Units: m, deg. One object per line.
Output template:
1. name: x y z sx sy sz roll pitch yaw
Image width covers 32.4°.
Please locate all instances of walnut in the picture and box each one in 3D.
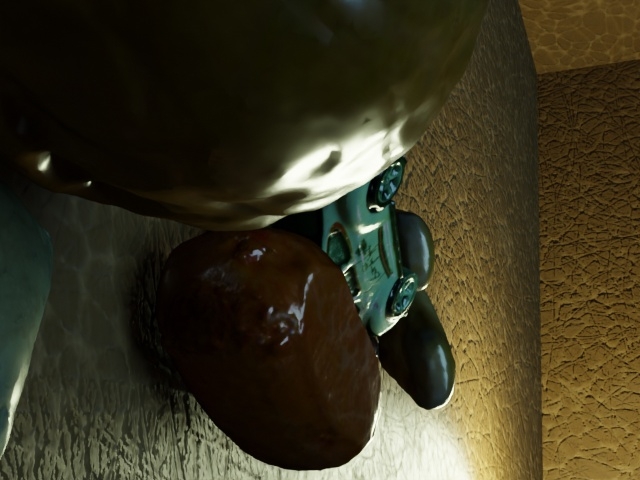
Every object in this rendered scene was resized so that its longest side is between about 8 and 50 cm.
1. walnut: -0.084 -0.167 0.608 0.398 0.354 0.308 39 72 -74

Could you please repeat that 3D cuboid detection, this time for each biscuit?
1. biscuit: 0.106 0.076 1.385 0.290 0.062 0.237 -170 -109 -84

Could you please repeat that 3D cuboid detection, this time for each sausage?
1. sausage: -0.039 0.097 0.947 0.268 0.141 0.153 63 40 -44

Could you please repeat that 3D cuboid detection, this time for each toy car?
1. toy car: 0.000 0.000 1.046 0.125 0.136 0.306 -50 151 -28

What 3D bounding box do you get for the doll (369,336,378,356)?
1. doll: 0.041 0.067 1.323 0.227 0.075 0.102 75 1 -57

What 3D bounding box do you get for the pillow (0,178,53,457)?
1. pillow: -0.228 -0.009 0.547 0.302 0.075 0.185 60 28 -47
